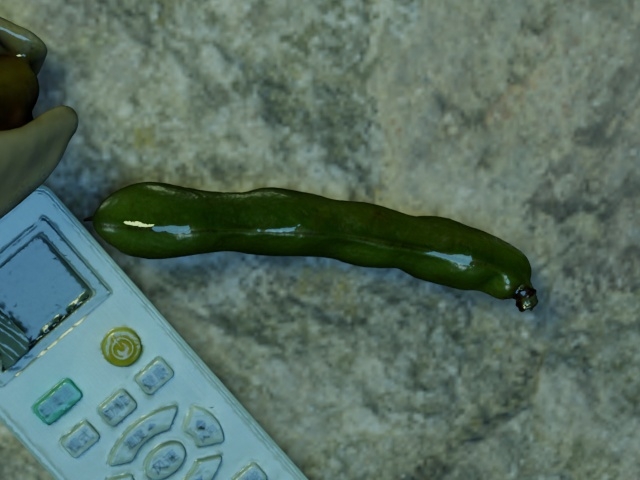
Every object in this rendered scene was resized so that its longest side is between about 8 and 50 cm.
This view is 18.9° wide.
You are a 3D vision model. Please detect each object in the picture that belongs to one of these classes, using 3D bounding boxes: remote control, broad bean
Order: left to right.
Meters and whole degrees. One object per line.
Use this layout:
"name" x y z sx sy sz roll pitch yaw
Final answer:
"remote control" -0.098 0.105 1.056 0.103 0.051 0.293 -41 108 -2
"broad bean" -0.001 -0.001 1.050 0.256 0.052 0.052 9 66 -17

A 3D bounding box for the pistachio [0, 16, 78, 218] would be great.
"pistachio" -0.238 -0.046 0.933 0.238 0.153 0.137 -16 69 -13
